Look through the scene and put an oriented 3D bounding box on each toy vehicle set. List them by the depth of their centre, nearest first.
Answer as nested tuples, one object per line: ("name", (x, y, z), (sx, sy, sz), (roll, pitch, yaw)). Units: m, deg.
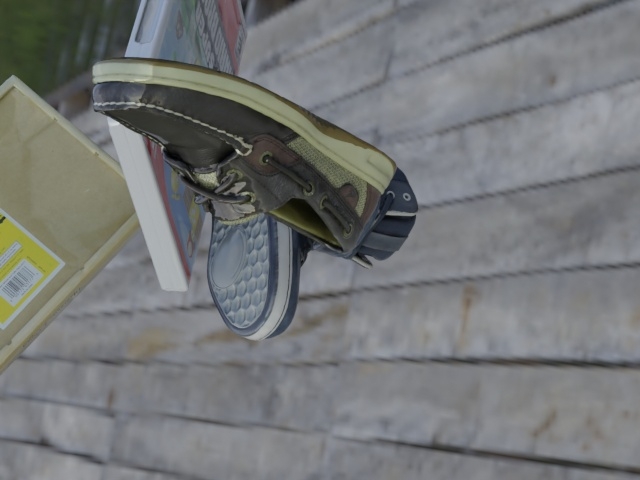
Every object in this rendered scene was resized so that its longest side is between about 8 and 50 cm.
("toy vehicle set", (-0.281, 0.010, 1.300), (0.267, 0.166, 0.035), (-47, -5, -20))

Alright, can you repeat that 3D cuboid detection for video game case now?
("video game case", (-0.106, -0.133, 1.257), (0.204, 0.025, 0.285), (80, -163, -52))

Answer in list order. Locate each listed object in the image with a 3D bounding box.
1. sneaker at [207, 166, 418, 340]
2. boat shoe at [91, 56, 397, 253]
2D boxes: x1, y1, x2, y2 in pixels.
("sneaker", (0.001, -0.002, 1.143), (0.086, 0.163, 0.226), (-47, 33, 32))
("boat shoe", (-0.041, -0.044, 0.910), (0.080, 0.223, 0.073), (6, 81, 42))
